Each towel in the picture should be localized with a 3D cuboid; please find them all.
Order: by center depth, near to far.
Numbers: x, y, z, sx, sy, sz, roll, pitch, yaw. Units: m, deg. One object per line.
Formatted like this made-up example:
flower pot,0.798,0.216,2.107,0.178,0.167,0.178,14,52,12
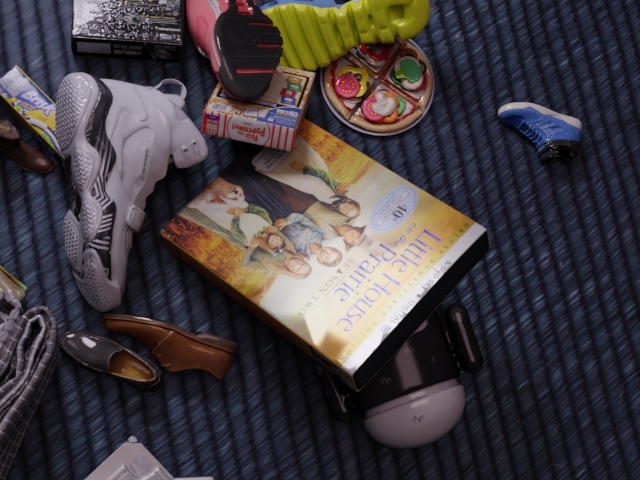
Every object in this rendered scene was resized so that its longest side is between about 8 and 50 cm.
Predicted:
towel,-0.462,0.231,1.615,0.121,0.235,0.283,25,73,-7

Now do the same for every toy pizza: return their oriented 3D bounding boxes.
toy pizza,0.099,-0.276,1.947,0.201,0.032,0.201,3,75,-10

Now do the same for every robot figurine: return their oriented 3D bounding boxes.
robot figurine,0.117,0.182,1.766,0.174,0.209,0.278,-11,76,-41

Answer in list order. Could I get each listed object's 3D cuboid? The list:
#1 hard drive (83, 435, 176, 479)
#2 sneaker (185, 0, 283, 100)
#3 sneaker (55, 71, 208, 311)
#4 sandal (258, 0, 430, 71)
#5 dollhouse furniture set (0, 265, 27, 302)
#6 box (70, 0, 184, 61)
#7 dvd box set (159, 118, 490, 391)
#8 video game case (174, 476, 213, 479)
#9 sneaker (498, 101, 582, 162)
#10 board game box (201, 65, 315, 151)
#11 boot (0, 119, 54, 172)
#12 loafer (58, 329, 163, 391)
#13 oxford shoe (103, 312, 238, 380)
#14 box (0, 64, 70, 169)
hard drive,-0.243,0.484,1.652,0.237,0.064,0.339,-42,85,-17
sneaker,-0.148,-0.331,1.841,0.116,0.136,0.313,2,56,-27
sneaker,-0.284,-0.079,1.767,0.210,0.137,0.365,-8,96,-30
sandal,0.023,-0.371,1.914,0.318,0.138,0.126,-9,122,4
dollhouse furniture set,-0.624,0.107,1.695,0.197,0.151,0.301,48,44,7
box,-0.315,-0.379,1.874,0.180,0.077,0.147,2,76,-10
dvd box set,0.000,0.000,1.743,0.420,0.062,0.307,35,71,31
video game case,-0.270,0.460,1.699,0.227,0.026,0.206,0,76,-10
sneaker,0.375,-0.180,1.959,0.152,0.058,0.084,15,65,-13
board game box,-0.095,-0.222,1.826,0.147,0.045,0.193,13,36,3
boot,-0.464,-0.148,1.770,0.106,0.114,0.037,21,71,-7
loafer,-0.318,0.178,1.742,0.170,0.061,0.062,21,74,-4
oxford shoe,-0.237,0.162,1.758,0.212,0.076,0.076,19,84,-5
box,-0.443,-0.195,1.815,0.169,0.059,0.054,46,74,3
